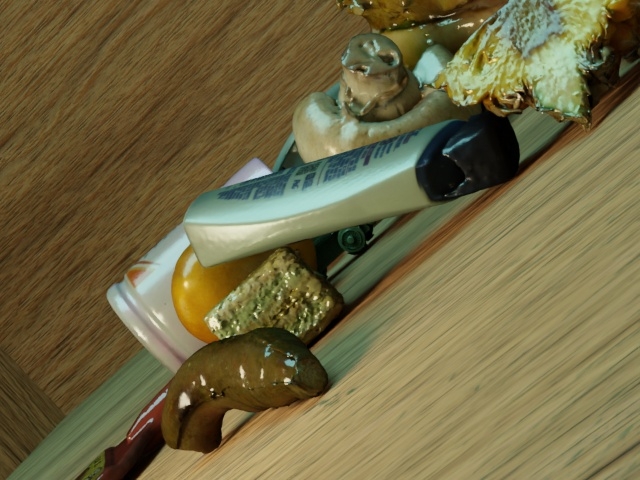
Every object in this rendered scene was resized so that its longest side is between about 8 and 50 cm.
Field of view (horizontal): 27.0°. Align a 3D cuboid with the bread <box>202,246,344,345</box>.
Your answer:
[{"bbox_3d":[-0.051,0.078,1.516,0.138,0.102,0.196,-40,1,-3],"label":"bread"}]

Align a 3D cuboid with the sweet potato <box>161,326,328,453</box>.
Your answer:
[{"bbox_3d":[-0.067,0.141,1.275,0.286,0.085,0.112,-18,56,53],"label":"sweet potato"}]

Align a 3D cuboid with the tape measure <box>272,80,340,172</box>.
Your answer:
[{"bbox_3d":[0.014,-0.126,2.203,0.243,0.125,0.246,-53,-10,-33],"label":"tape measure"}]

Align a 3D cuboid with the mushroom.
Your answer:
[{"bbox_3d":[0.100,-0.155,1.757,0.254,0.189,0.195,-26,-41,-10],"label":"mushroom"}]

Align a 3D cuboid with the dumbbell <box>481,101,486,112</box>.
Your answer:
[{"bbox_3d":[0.233,-0.288,2.271,0.325,0.160,0.144,-51,-17,-60],"label":"dumbbell"}]

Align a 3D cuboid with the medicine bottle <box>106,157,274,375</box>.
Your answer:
[{"bbox_3d":[-0.147,0.047,2.032,0.316,0.202,0.202,-42,4,-2],"label":"medicine bottle"}]

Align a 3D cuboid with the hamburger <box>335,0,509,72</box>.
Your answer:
[{"bbox_3d":[0.192,-0.356,1.898,0.287,0.268,0.446,-17,8,-40],"label":"hamburger"}]

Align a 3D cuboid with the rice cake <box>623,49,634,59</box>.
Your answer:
[{"bbox_3d":[0.338,-0.266,1.557,0.064,0.070,0.399,-49,3,15],"label":"rice cake"}]

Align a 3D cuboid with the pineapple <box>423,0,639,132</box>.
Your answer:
[{"bbox_3d":[0.258,-0.167,1.298,0.250,0.164,0.140,-44,-39,13],"label":"pineapple"}]

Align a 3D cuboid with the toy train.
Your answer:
[{"bbox_3d":[0.000,0.000,1.834,0.172,0.099,0.070,-42,4,20],"label":"toy train"}]

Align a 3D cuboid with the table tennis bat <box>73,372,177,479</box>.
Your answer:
[{"bbox_3d":[-0.289,0.315,1.726,0.414,0.051,0.268,-46,5,-7],"label":"table tennis bat"}]

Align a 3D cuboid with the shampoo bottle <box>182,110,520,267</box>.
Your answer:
[{"bbox_3d":[0.028,-0.050,1.409,0.360,0.078,0.134,-15,16,23],"label":"shampoo bottle"}]

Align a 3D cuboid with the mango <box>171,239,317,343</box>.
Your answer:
[{"bbox_3d":[-0.106,0.055,1.701,0.257,0.138,0.187,-24,-35,-59],"label":"mango"}]
